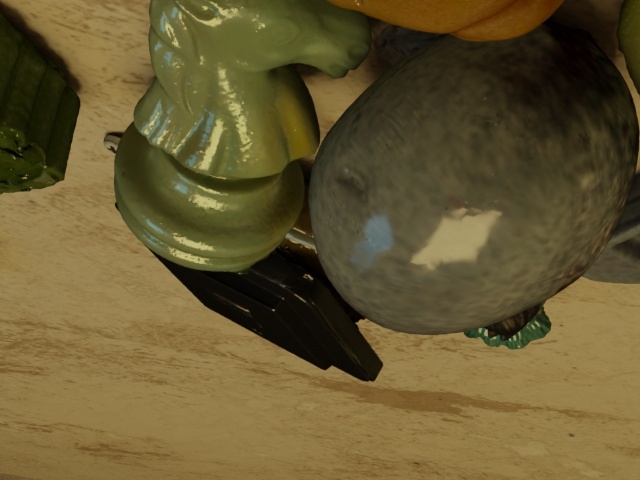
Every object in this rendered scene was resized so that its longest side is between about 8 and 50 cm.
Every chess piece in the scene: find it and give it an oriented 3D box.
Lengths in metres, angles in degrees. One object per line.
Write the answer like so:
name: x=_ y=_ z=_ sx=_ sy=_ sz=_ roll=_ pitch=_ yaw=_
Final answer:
chess piece: x=-0.066 y=-0.119 z=0.920 sx=0.175 sy=0.176 sz=0.298 roll=13 pitch=142 yaw=-9

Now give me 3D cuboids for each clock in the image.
clock: x=-0.080 y=0.059 z=1.269 sx=0.278 sy=0.049 sz=0.273 roll=25 pitch=165 yaw=29

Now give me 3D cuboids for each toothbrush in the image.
toothbrush: x=-0.089 y=-0.041 z=1.085 sx=0.303 sy=0.030 sz=0.030 roll=23 pitch=161 yaw=21

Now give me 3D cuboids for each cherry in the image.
cherry: x=0.117 y=-0.046 z=0.893 sx=0.254 sy=0.218 sz=0.296 roll=-8 pitch=152 yaw=-24

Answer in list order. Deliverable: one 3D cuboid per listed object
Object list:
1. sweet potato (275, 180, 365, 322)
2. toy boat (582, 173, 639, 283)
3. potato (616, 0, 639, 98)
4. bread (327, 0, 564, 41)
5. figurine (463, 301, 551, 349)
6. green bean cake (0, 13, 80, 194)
sweet potato: x=0.004 y=0.001 z=1.187 sx=0.124 sy=0.098 sz=0.310 roll=2 pitch=152 yaw=31
toy boat: x=0.353 y=-0.020 z=1.040 sx=0.127 sy=0.078 sz=0.283 roll=25 pitch=151 yaw=-32
potato: x=0.299 y=-0.152 z=0.729 sx=0.111 sy=0.160 sz=0.272 roll=-32 pitch=162 yaw=-13
bread: x=0.020 y=-0.223 z=0.655 sx=0.294 sy=0.132 sz=0.167 roll=15 pitch=161 yaw=-17
figurine: x=0.184 y=0.054 z=1.232 sx=0.137 sy=0.110 sz=0.245 roll=20 pitch=166 yaw=18
green bean cake: x=-0.343 y=-0.123 z=1.009 sx=0.214 sy=0.113 sz=0.200 roll=-5 pitch=151 yaw=26
